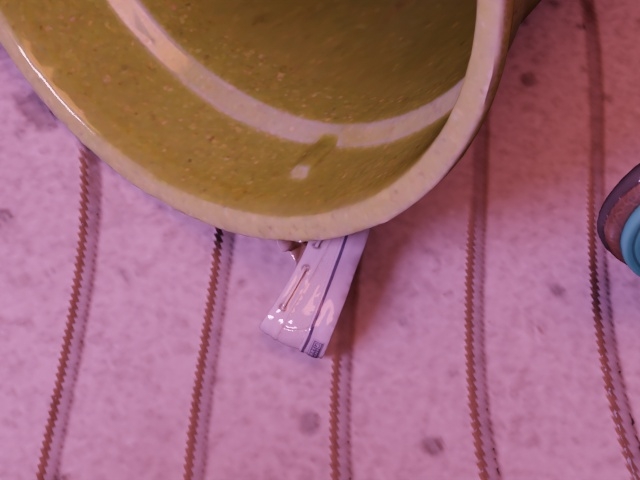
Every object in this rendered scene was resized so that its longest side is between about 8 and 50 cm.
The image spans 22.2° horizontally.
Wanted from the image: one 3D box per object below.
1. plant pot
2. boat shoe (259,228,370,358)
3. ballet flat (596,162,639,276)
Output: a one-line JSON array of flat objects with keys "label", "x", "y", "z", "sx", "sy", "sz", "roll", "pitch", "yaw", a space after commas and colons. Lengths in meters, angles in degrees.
[{"label": "plant pot", "x": 0.023, "y": -0.177, "z": 0.674, "sx": 0.276, "sy": 0.276, "sz": 0.254, "roll": 40, "pitch": 47, "yaw": 14}, {"label": "boat shoe", "x": 0.000, "y": 0.000, "z": 0.670, "sx": 0.035, "sy": 0.035, "sz": 0.100, "roll": 20, "pitch": 63, "yaw": -1}, {"label": "ballet flat", "x": 0.235, "y": -0.023, "z": 0.705, "sx": 0.281, "sy": 0.095, "sz": 0.096, "roll": 5, "pitch": 46, "yaw": -20}]
